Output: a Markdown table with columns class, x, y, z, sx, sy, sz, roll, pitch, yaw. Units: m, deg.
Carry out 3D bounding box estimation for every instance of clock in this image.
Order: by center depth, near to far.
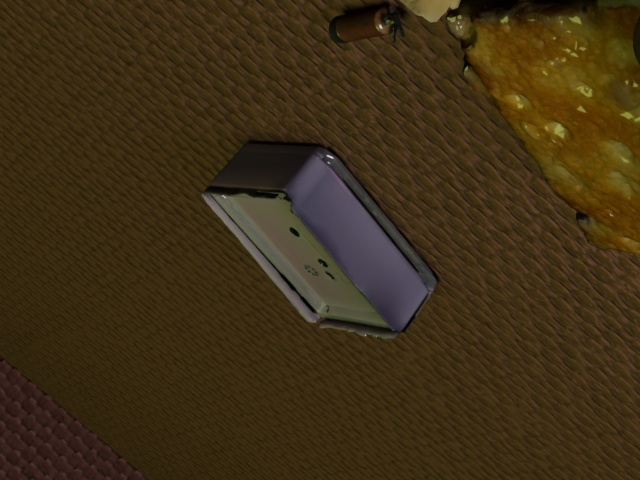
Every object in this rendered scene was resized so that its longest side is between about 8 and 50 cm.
| class | x | y | z | sx | sy | sz | roll | pitch | yaw |
| --- | --- | --- | --- | --- | --- | --- | --- | --- | --- |
| clock | -0.001 | 0.000 | 1.769 | 0.145 | 0.073 | 0.193 | 7 | 143 | 54 |

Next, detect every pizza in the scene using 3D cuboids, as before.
| class | x | y | z | sx | sy | sz | roll | pitch | yaw |
| --- | --- | --- | --- | --- | --- | --- | --- | --- | --- |
| pizza | 0.210 | -0.096 | 1.172 | 0.278 | 0.114 | 0.409 | 32 | 158 | 13 |

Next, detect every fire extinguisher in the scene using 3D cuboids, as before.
| class | x | y | z | sx | sy | sz | roll | pitch | yaw |
| --- | --- | --- | --- | --- | --- | --- | --- | --- | --- |
| fire extinguisher | 0.038 | -0.160 | 1.440 | 0.083 | 0.022 | 0.028 | 0 | 101 | 58 |

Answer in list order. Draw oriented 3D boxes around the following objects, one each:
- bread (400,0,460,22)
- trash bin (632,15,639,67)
| class | x | y | z | sx | sy | sz | roll | pitch | yaw |
| --- | --- | --- | --- | --- | --- | --- | --- | --- | --- |
| bread | -0.018 | -0.293 | 0.987 | 0.316 | 0.211 | 0.270 | 22 | 121 | 8 |
| trash bin | 0.309 | -0.055 | 0.971 | 0.247 | 0.243 | 0.121 | 57 | -165 | -34 |
